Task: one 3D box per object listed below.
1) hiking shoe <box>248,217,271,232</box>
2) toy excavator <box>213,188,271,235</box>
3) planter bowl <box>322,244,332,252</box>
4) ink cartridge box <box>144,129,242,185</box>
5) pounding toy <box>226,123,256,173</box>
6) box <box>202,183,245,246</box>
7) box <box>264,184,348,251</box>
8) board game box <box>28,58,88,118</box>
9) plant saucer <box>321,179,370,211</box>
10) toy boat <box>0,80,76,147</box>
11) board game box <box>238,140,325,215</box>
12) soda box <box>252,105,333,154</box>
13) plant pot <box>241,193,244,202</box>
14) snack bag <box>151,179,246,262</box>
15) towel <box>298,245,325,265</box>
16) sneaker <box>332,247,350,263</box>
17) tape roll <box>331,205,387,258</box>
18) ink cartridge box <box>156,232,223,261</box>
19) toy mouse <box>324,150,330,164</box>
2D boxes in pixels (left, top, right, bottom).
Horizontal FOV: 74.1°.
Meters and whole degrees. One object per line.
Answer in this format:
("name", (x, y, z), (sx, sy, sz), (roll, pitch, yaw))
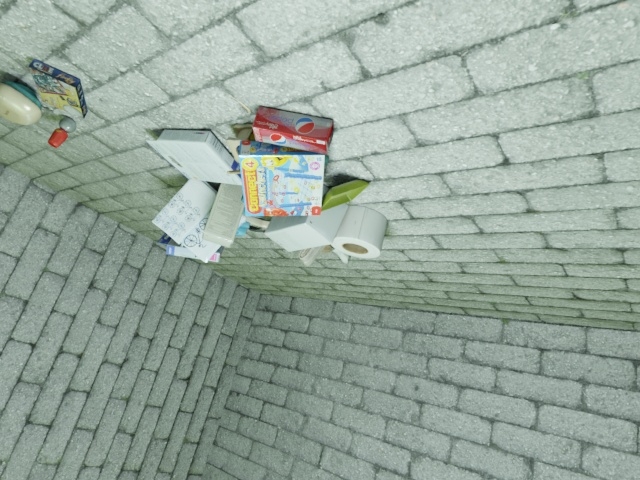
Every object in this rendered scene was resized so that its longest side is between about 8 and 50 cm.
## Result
("hiking shoe", (-0.320, -0.067, 2.446), (0.227, 0.086, 0.114), (7, 155, 21))
("toy excavator", (-0.407, -0.112, 2.277), (0.445, 0.222, 0.433), (15, 167, -38))
("planter bowl", (-0.002, -0.014, 2.309), (0.162, 0.109, 0.162), (13, 160, 5))
("ink cartridge box", (-0.531, -0.362, 1.850), (0.330, 0.071, 0.324), (10, 160, 25))
("pounding toy", (-0.270, -0.313, 1.643), (0.154, 0.155, 0.269), (17, 161, 11))
("box", (-0.444, -0.139, 2.014), (0.148, 0.311, 0.121), (21, 160, -13))
("box", (-0.071, -0.094, 1.964), (0.168, 0.215, 0.345), (38, 153, -27))
("board game box", (-1.017, -0.585, 1.658), (0.165, 0.042, 0.243), (22, 160, -17))
("plant saucer", (0.082, -0.190, 1.748), (0.188, 0.045, 0.188), (-21, 171, -26))
("toy boat", (-1.218, -0.546, 1.801), (0.267, 0.148, 0.318), (3, 151, 41))
("board game box", (-0.143, -0.228, 1.606), (0.302, 0.086, 0.308), (-1, 139, -4))
("soda box", (-0.092, -0.374, 1.438), (0.263, 0.092, 0.083), (13, 161, 8))
("plant pot", (-0.191, -0.241, 1.785), (0.165, 0.166, 0.234), (27, 146, -28))
("snack bag", (-0.592, -0.101, 2.084), (0.342, 0.323, 0.037), (42, 175, -5))
("towel", (0.000, 0.000, 2.107), (0.049, 0.282, 0.187), (35, 171, 17))
("sneaker", (0.118, 0.054, 2.459), (0.115, 0.090, 0.232), (16, 152, 19))
("tape roll", (0.183, -0.036, 2.021), (0.246, 0.169, 0.246), (14, 161, 5))
("ink cartridge box", (-0.663, 0.027, 2.187), (0.311, 0.065, 0.186), (11, -158, -8))
("toy mouse", (-0.020, -0.318, 1.622), (0.143, 0.031, 0.161), (-1, 154, 40))
